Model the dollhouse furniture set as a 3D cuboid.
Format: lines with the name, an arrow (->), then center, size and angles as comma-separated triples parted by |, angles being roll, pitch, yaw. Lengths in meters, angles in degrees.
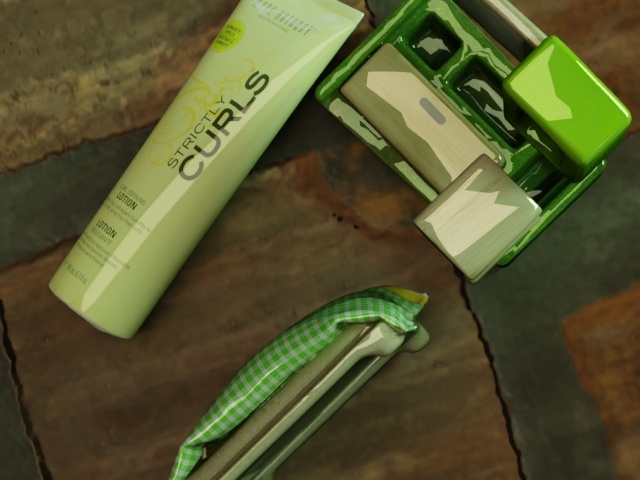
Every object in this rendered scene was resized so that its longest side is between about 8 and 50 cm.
dollhouse furniture set -> 0.000, 0.000, 0.720 | 0.301, 0.197, 0.151 | -45, 81, 3

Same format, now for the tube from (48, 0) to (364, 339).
tube -> -0.074, -0.055, 0.808 | 0.070, 0.062, 0.240 | 35, 90, -3
